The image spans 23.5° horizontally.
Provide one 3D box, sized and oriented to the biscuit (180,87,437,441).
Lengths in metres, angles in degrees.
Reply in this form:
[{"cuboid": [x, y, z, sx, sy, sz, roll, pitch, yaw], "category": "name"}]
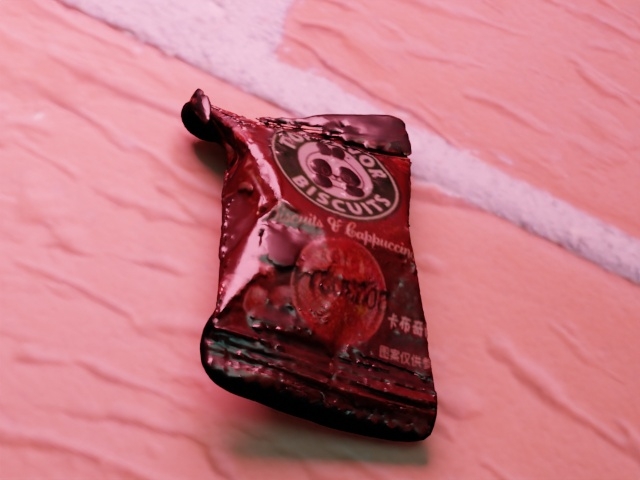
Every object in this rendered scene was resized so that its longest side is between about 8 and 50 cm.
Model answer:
[{"cuboid": [-0.006, -0.001, 0.913, 0.151, 0.063, 0.235, 16, 45, -25], "category": "biscuit"}]
